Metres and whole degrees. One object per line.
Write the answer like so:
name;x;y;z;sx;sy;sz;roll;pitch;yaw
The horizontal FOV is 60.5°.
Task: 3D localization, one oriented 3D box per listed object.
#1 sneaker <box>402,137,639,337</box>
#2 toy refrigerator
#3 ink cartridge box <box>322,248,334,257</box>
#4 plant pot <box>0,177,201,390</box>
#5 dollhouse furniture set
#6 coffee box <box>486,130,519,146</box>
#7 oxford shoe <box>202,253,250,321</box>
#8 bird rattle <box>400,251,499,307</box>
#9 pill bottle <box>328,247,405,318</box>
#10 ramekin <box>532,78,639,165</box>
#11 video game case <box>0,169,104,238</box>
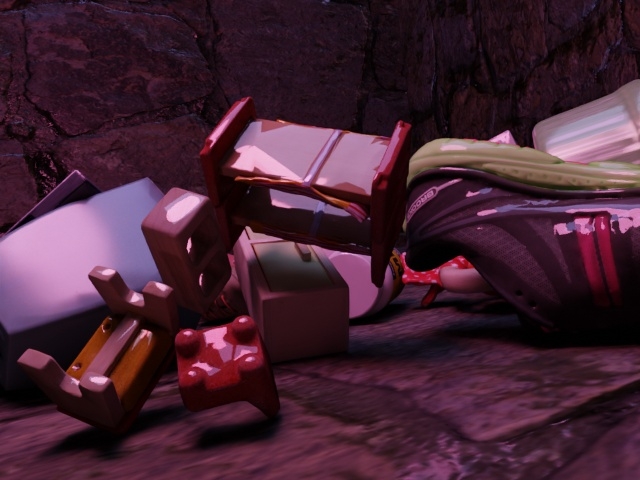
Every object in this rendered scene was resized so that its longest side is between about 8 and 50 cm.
sneaker;0.300;0.019;0.582;0.482;0.202;0.185;17;5;41
toy refrigerator;-0.050;0.043;0.728;0.102;0.094;0.269;-6;22;-14
ink cartridge box;0.009;0.065;1.345;0.201;0.117;0.278;-6;0;-5
plant pot;-0.274;0.059;0.648;0.234;0.165;0.166;-24;-28;-47
dollhouse furniture set;-0.056;0.032;0.531;0.201;0.152;0.374;14;51;17
coffee box;0.311;-0.077;0.961;0.141;0.098;0.246;-27;-25;23
oxford shoe;-0.152;0.107;0.970;0.130;0.123;0.348;-35;13;-21
bird rattle;0.255;0.034;0.857;0.253;0.143;0.207;-8;2;1
pill bottle;0.069;0.063;0.902;0.119;0.119;0.208;-6;1;18
ramekin;0.410;-0.057;0.782;0.148;0.303;0.303;-14;-3;25
video game case;-0.365;0.048;0.709;0.274;0.026;0.196;-47;-15;-10
